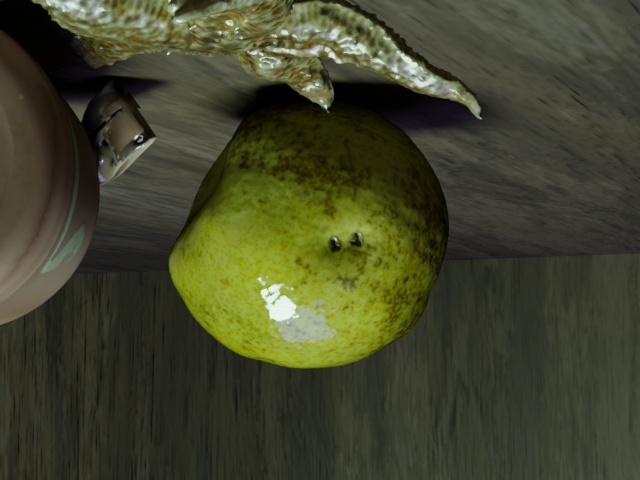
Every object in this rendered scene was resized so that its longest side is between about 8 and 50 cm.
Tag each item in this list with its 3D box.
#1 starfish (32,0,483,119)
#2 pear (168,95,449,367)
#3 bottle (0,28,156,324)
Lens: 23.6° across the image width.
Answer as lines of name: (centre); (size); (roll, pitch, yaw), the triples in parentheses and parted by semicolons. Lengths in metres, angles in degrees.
starfish: (-0.057, -0.100, 0.762); (0.277, 0.062, 0.235); (4, 175, -19)
pear: (0.000, 0.000, 1.077); (0.197, 0.197, 0.197); (0, 175, 0)
bottle: (-0.201, -0.037, 0.908); (0.206, 0.173, 0.297); (-33, 176, -4)
